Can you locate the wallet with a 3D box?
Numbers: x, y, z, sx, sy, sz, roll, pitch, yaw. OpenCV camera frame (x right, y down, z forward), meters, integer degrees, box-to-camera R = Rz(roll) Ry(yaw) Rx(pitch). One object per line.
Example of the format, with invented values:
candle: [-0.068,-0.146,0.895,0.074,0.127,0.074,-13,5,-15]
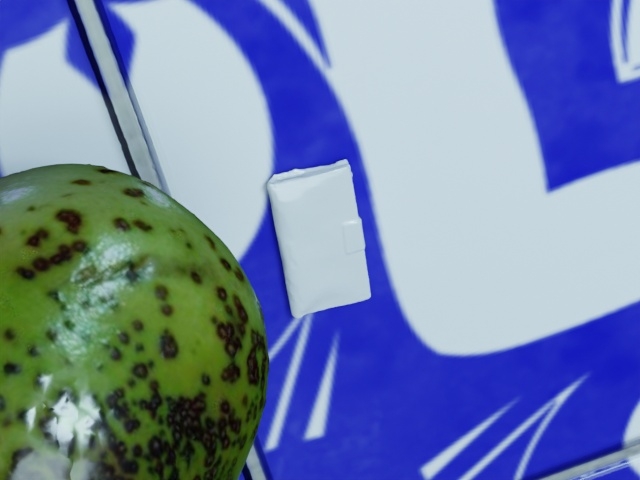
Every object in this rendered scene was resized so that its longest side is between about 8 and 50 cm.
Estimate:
wallet: [0.000,0.000,0.909,0.044,0.011,0.083,-14,123,-7]

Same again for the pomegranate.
pomegranate: [-0.158,0.047,0.813,0.222,0.276,0.204,-46,163,-8]
